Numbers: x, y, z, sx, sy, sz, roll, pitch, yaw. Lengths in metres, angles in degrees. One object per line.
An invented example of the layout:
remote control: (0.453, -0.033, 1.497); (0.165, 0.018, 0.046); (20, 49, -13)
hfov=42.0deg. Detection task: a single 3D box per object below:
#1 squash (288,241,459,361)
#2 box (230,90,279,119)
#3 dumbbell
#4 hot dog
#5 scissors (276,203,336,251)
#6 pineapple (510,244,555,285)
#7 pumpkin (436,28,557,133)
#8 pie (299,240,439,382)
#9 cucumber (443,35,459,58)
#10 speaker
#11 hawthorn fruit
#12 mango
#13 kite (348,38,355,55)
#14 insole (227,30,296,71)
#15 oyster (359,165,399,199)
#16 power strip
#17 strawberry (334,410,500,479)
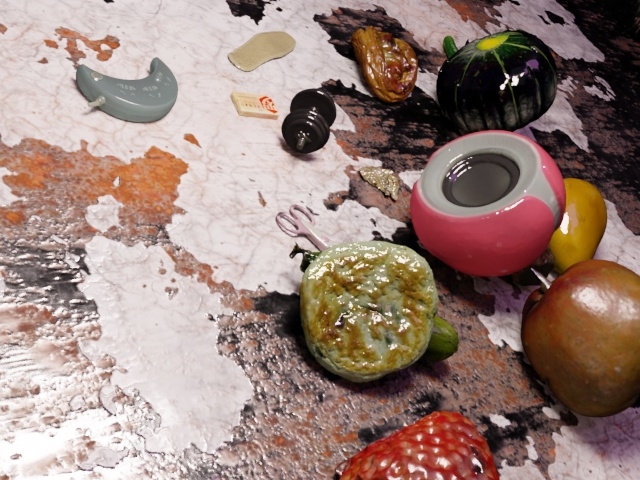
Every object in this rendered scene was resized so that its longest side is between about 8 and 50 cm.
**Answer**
squash: (0.087, 0.108, 1.394); (0.331, 0.087, 0.087); (32, 38, -9)
box: (-0.132, -0.273, 1.687); (0.093, 0.015, 0.058); (0, 52, -37)
dumbbell: (-0.022, -0.240, 1.668); (0.099, 0.099, 0.208); (28, 38, -10)
hot dog: (0.150, -0.429, 1.997); (0.160, 0.099, 0.227); (5, 52, -31)
scissors: (0.000, 0.000, 1.495); (0.176, 0.022, 0.085); (41, 35, 12)
pineapple: (0.414, -0.001, 1.746); (0.108, 0.108, 0.198); (9, 46, -31)
pumpkin: (0.434, -0.354, 2.032); (0.295, 0.296, 0.296); (21, 40, -19)
pie: (0.075, 0.106, 1.322); (0.240, 0.054, 0.241); (2, 81, -13)
cucumber: (0.366, -0.517, 2.308); (0.037, 0.037, 0.155); (13, 42, -27)
speaker: (0.316, -0.065, 1.599); (0.294, 0.294, 0.294); (21, 40, -19)
hawthorn fruit: (0.493, 0.156, 1.528); (0.267, 0.268, 0.301); (-19, 61, -47)
mango: (0.555, -0.040, 1.856); (0.175, 0.139, 0.254); (53, 39, -15)
kite: (0.146, -0.488, 2.129); (0.182, 0.010, 0.160); (14, 45, -23)
insole: (-0.128, -0.426, 1.855); (0.081, 0.011, 0.248); (39, 38, 3)
oyster: (0.124, -0.126, 1.710); (0.083, 0.038, 0.081); (16, 44, -26)
power strip: (-0.343, -0.270, 1.500); (0.137, 0.044, 0.216); (49, 39, 15)
strawberry: (0.184, 0.357, 1.161); (0.280, 0.150, 0.253); (-16, 61, -44)
